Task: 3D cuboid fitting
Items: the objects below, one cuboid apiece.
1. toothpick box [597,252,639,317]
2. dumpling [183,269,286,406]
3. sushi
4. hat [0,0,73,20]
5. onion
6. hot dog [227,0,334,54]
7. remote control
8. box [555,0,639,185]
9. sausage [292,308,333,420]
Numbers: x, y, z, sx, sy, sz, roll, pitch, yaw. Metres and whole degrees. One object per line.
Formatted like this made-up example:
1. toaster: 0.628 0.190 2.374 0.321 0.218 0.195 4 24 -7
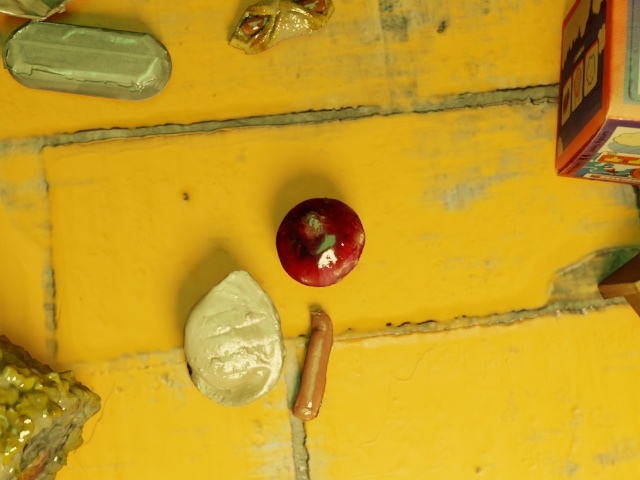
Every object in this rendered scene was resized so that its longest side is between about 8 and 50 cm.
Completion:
1. toothpick box: 0.562 0.128 1.613 0.187 0.190 0.308 -36 87 -7
2. dumpling: -0.115 0.139 1.637 0.150 0.092 0.176 25 80 5
3. sushi: -0.477 0.293 1.473 0.240 0.351 0.397 32 80 4
4. hat: -0.450 -0.438 1.752 0.214 0.149 0.245 -31 44 -13
5. onion: 0.000 0.000 1.652 0.131 0.131 0.131 0 80 -1
6. hot dog: -0.059 -0.327 1.738 0.168 0.061 0.078 -23 80 -5
7. remote control: -0.340 -0.264 1.729 0.247 0.052 0.104 6 77 3
8. box: 0.520 -0.217 1.597 0.348 0.318 0.257 5 79 -1
9. sausage: -0.008 0.174 1.662 0.042 0.036 0.158 11 79 -11
